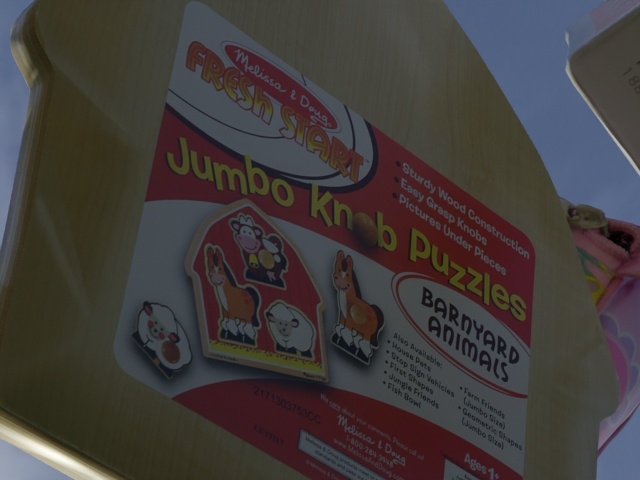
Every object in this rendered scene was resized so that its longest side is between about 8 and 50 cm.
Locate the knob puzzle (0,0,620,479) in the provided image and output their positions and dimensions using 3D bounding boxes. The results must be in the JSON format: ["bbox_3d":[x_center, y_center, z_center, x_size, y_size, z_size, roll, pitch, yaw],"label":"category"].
[{"bbox_3d":[0.000,0.000,0.473,0.030,0.213,0.213,-30,-95,39],"label":"knob puzzle"}]

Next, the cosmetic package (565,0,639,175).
[{"bbox_3d":[0.347,-0.166,0.961,0.453,0.230,0.161,-35,-86,11],"label":"cosmetic package"}]

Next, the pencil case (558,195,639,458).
[{"bbox_3d":[0.026,-0.010,0.854,0.284,0.124,0.124,31,-89,28],"label":"pencil case"}]
